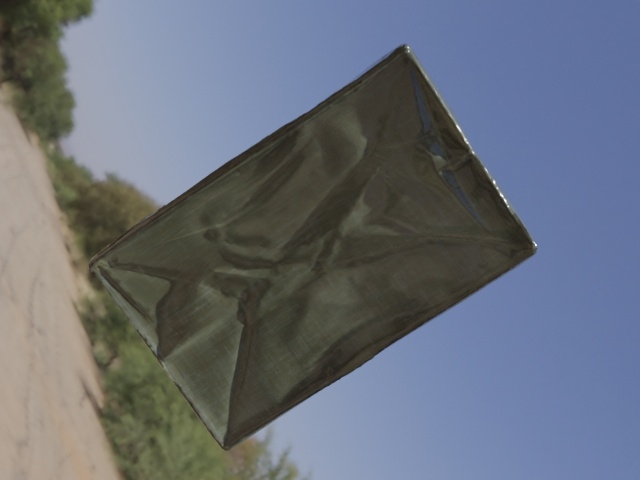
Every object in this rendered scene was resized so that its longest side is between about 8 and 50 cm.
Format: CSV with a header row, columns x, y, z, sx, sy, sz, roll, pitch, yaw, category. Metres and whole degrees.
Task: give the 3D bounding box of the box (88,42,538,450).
x,y,z,sx,sy,sz,roll,pitch,yaw,category
0.000,0.000,0.711,0.155,0.231,0.149,57,8,-6,box
